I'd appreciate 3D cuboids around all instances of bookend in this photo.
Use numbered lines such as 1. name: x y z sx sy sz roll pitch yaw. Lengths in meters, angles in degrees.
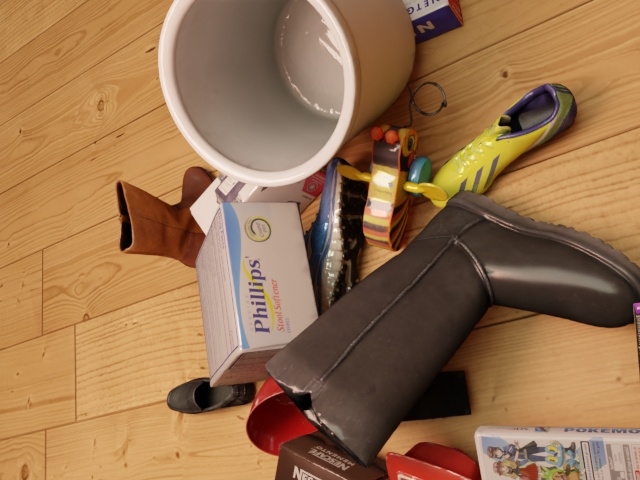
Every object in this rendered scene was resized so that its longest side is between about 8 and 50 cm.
1. bookend: 0.144 0.270 1.054 0.157 0.156 0.073 126 141 -67

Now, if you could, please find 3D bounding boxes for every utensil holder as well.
1. utensil holder: -0.031 -0.305 1.075 0.327 0.385 0.328 9 116 20

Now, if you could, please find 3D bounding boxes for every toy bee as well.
1. toy bee: 0.115 -0.133 1.070 0.195 0.162 0.299 -8 84 27

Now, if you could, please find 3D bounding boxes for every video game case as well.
1. video game case: 0.379 0.408 0.826 0.299 0.036 0.329 -8 96 29

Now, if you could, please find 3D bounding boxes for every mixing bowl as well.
1. mixing bowl: -0.048 0.300 1.142 0.181 0.181 0.098 -41 30 18

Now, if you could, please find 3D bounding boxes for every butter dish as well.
1. butter dish: 0.198 0.378 0.984 0.159 0.118 0.160 8 124 34

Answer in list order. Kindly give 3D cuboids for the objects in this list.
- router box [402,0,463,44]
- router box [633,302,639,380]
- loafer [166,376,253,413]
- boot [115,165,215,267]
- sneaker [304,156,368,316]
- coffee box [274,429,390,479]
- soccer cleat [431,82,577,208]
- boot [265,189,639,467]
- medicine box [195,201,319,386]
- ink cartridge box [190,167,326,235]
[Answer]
1. router box: 0.103 -0.523 1.284 0.335 0.082 0.301 -16 70 29
2. router box: 0.499 0.151 0.810 0.046 0.178 0.133 145 130 -69
3. loafer: -0.243 0.320 1.301 0.223 0.078 0.076 -14 70 30
4. boot: -0.333 -0.073 1.335 0.096 0.280 0.264 -14 71 29
5. sneaker: 0.000 0.000 1.194 0.147 0.129 0.330 5 81 31
6. coffee box: 0.005 0.494 1.039 0.168 0.118 0.297 14 98 35
7. soccer cleat: 0.288 -0.160 1.046 0.289 0.121 0.094 -38 62 26
8. boot: 0.189 0.143 0.900 0.445 0.146 0.367 -39 41 -21
9. medicine box: -0.126 0.106 1.154 0.289 0.149 0.264 130 133 -59
10. ink cartridge box: -0.120 -0.094 1.267 0.237 0.172 0.100 -45 58 16
